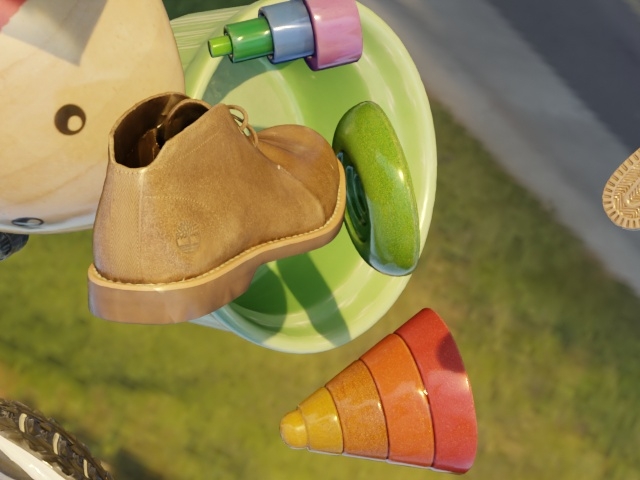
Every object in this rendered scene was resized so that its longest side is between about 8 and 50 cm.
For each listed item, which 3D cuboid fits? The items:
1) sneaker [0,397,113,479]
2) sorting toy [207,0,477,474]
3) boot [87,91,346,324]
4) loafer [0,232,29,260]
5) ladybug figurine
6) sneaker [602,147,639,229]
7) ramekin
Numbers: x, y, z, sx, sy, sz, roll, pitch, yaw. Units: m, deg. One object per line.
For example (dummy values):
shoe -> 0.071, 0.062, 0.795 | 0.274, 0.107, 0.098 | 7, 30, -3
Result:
sneaker -> -0.197, 0.232, 1.522 | 0.271, 0.108, 0.100 | 47, -174, -13
sorting toy -> 0.000, 0.000, 1.345 | 0.126, 0.366, 0.127 | -14, 174, -13
boot -> -0.056, -0.046, 1.235 | 0.112, 0.115, 0.305 | 4, -163, 18
loafer -> -0.338, 0.002, 1.645 | 0.170, 0.061, 0.062 | -11, 106, 11
ladybug figurine -> -0.289, -0.170, 1.307 | 0.449, 0.162, 0.305 | 39, 132, 19
sneaker -> 0.185, -0.047, 0.923 | 0.042, 0.118, 0.067 | 53, -174, 9
ramekin -> -0.054, -0.060, 1.642 | 0.148, 0.303, 0.303 | 5, 153, 45
